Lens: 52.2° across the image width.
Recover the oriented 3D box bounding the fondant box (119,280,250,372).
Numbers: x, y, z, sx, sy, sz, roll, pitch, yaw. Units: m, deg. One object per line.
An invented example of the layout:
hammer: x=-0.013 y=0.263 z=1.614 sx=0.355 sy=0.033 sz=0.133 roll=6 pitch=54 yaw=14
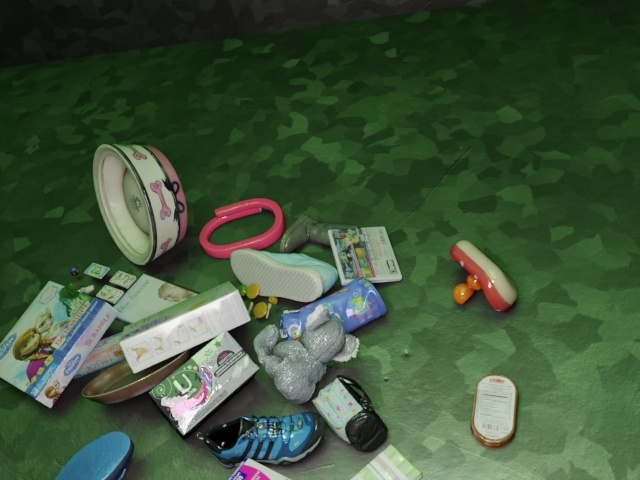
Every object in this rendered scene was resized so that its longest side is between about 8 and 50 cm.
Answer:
fondant box: x=-0.372 y=0.229 z=1.795 sx=0.330 sy=0.096 sz=0.238 roll=-25 pitch=8 yaw=-12

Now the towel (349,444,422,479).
towel: x=0.145 y=0.555 z=1.511 sx=0.152 sy=0.023 sz=0.113 roll=-36 pitch=49 yaw=-20

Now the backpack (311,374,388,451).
backpack: x=0.066 y=0.416 z=1.589 sx=0.115 sy=0.152 sz=0.182 roll=-34 pitch=41 yaw=-14

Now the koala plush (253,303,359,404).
koala plush: x=-0.024 y=0.279 z=1.641 sx=0.221 sy=0.196 sz=0.203 roll=-39 pitch=20 yaw=0

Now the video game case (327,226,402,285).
video game case: x=0.130 y=0.044 z=1.957 sx=0.184 sy=0.023 sz=0.201 roll=-4 pitch=51 yaw=-14

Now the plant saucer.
plant saucer: x=-0.484 y=0.357 z=1.761 sx=0.311 sy=0.050 sz=0.310 roll=-21 pitch=8 yaw=3

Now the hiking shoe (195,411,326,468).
hiking shoe: x=-0.137 y=0.470 z=1.554 sx=0.304 sy=0.132 sz=0.113 roll=-21 pitch=46 yaw=16

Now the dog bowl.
dog bowl: x=-0.583 y=-0.131 z=2.130 sx=0.150 sy=0.408 sz=0.408 roll=-22 pitch=41 yaw=-36

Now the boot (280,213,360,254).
boot: x=-0.001 y=-0.001 z=2.066 sx=0.209 sy=0.076 sz=0.189 roll=21 pitch=57 yaw=22

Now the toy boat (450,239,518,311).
toy boat: x=0.428 y=0.117 z=1.802 sx=0.151 sy=0.151 sz=0.231 roll=-49 pitch=46 yaw=10

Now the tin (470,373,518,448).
tin: x=0.421 y=0.407 z=1.573 sx=0.106 sy=0.040 sz=0.189 roll=6 pitch=49 yaw=15

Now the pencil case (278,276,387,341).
pencil case: x=0.028 y=0.208 z=1.806 sx=0.306 sy=0.133 sz=0.119 roll=-25 pitch=5 yaw=-10

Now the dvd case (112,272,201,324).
dvd case: x=-0.515 y=0.199 z=2.033 sx=0.253 sy=0.022 sz=0.180 roll=16 pitch=53 yaw=28

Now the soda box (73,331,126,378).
soda box: x=-0.647 y=0.335 z=1.908 sx=0.183 sy=0.063 sz=0.058 roll=-20 pitch=42 yaw=-4

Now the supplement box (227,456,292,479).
supplement box: x=-0.106 y=0.599 z=1.461 sx=0.220 sy=0.114 sz=0.111 roll=17 pitch=39 yaw=26

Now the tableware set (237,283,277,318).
tableware set: x=-0.196 y=0.180 z=1.944 sx=0.154 sy=0.024 sz=0.104 roll=3 pitch=69 yaw=34

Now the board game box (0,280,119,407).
board game box: x=-0.792 y=0.290 z=1.913 sx=0.318 sy=0.066 sz=0.318 roll=11 pitch=60 yaw=38

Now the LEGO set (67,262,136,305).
LEGO set: x=-0.739 y=0.162 z=2.115 sx=0.244 sy=0.060 sz=0.182 roll=15 pitch=49 yaw=23

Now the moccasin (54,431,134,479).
moccasin: x=-0.587 y=0.618 z=1.584 sx=0.138 sy=0.116 sz=0.342 roll=28 pitch=62 yaw=35

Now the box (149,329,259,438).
box: x=-0.300 y=0.370 z=1.679 sx=0.247 sy=0.163 sz=0.142 roll=-40 pitch=81 yaw=-22

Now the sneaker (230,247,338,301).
sneaker: x=-0.108 y=0.096 z=1.979 sx=0.366 sy=0.135 sz=0.150 roll=17 pitch=24 yaw=34

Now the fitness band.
fitness band: x=-0.263 y=-0.040 z=2.182 sx=0.291 sy=0.054 sz=0.209 roll=-17 pitch=47 yaw=0
